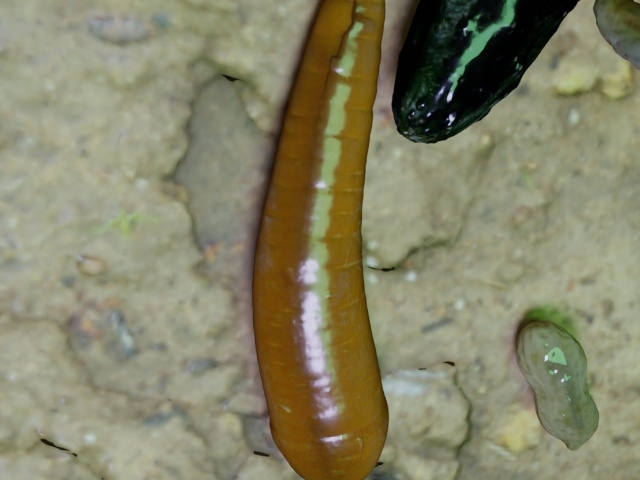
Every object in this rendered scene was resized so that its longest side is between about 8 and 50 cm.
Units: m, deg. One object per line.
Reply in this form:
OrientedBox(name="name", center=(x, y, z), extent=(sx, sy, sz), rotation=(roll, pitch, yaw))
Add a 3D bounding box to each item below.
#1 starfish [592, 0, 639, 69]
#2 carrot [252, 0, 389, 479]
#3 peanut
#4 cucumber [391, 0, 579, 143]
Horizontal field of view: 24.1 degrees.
OrientedBox(name="starfish", center=(0.102, -0.286, 0.591), extent=(0.432, 0.082, 0.324), rotation=(45, 104, -4))
OrientedBox(name="carrot", center=(0.000, 0.000, 0.706), extent=(0.066, 0.062, 0.271), rotation=(0, 107, 10))
OrientedBox(name="peanut", center=(0.127, 0.079, 0.803), extent=(0.037, 0.037, 0.083), rotation=(-26, 121, -14))
OrientedBox(name="cucumber", center=(0.116, -0.179, 0.683), extent=(0.081, 0.072, 0.303), rotation=(17, 101, -42))
